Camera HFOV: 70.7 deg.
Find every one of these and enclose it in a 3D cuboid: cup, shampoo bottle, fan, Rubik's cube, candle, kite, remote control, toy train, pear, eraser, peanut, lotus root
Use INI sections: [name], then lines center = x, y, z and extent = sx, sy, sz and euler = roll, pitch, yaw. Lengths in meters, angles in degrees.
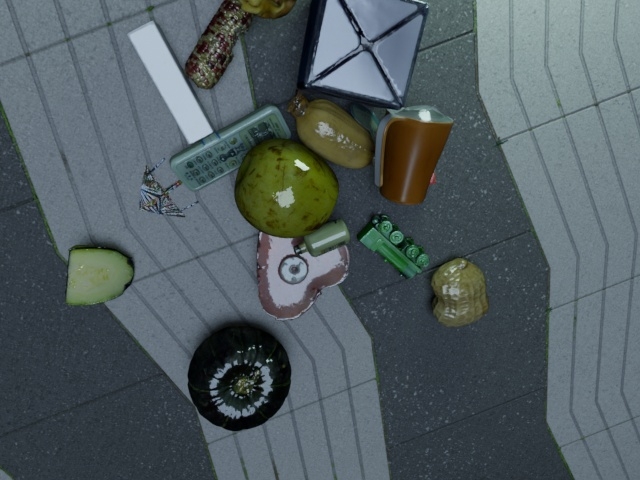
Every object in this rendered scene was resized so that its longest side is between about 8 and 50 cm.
[cup]
center = 0.233, -0.238, 1.232
extent = 0.226, 0.182, 0.264
euler = -11, 121, -35
[shampoo bottle]
center = 0.000, 0.000, 1.279
extent = 0.161, 0.079, 0.079
euler = -22, 111, -4
[fan]
center = 0.134, -0.321, 1.256
extent = 0.113, 0.176, 0.005
euler = 13, 138, -33
[Rubik's cube]
center = 0.091, -0.481, 1.140
extent = 0.254, 0.260, 0.260
euler = 8, 110, -11
[candle]
center = -0.087, 0.066, 1.377
extent = 0.287, 0.131, 0.317
euler = 44, 89, -13
[kite]
center = -0.461, -0.133, 1.309
extent = 0.160, 0.010, 0.183
euler = -33, 110, 3
[remote control]
center = -0.250, -0.260, 1.259
extent = 0.335, 0.066, 0.128
euler = -28, 139, 2
[toy train]
center = 0.236, 0.024, 1.434
extent = 0.251, 0.085, 0.119
euler = 41, 104, -17
[pear]
center = -0.093, -0.136, 1.217
extent = 0.283, 0.284, 0.284
euler = -3, 109, -8
[eraser]
center = -0.385, -0.409, 1.188
extent = 0.076, 0.078, 0.299
euler = -26, 110, 1
[peanut]
center = 0.462, 0.175, 1.502
extent = 0.196, 0.110, 0.233
euler = -13, 112, -4
[lotus root]
center = 0.035, -0.294, 1.256
extent = 0.303, 0.146, 0.131
euler = 30, 133, -18

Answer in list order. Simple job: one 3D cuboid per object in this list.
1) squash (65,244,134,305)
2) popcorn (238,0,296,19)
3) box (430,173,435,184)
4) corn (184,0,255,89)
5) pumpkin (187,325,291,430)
[squash]
center = -0.655, 0.089, 1.334
extent = 0.184, 0.085, 0.192
euler = 1, 114, -39
[popcorn]
center = -0.114, -0.676, 1.027
extent = 0.264, 0.225, 0.333
euler = -16, 67, -7
[box]
center = 0.278, -0.246, 1.359
extent = 0.112, 0.048, 0.175
euler = -12, 111, -2
[corn]
center = -0.248, -0.525, 1.161
extent = 0.098, 0.098, 0.290
euler = 33, 98, -18
[pumpkin]
center = -0.252, 0.425, 1.411
extent = 0.322, 0.241, 0.324
euler = -1, 94, -11
